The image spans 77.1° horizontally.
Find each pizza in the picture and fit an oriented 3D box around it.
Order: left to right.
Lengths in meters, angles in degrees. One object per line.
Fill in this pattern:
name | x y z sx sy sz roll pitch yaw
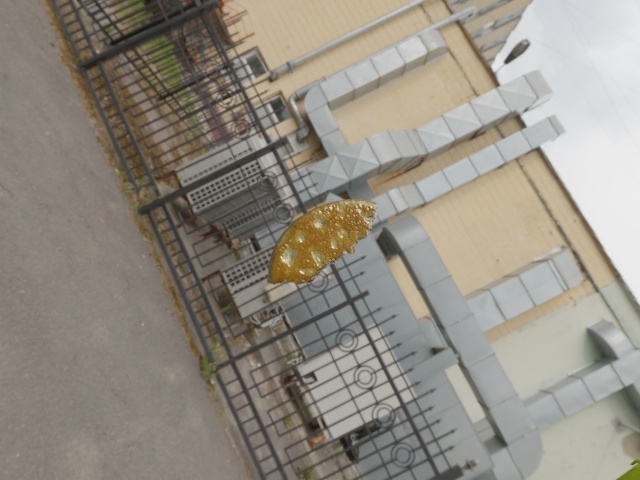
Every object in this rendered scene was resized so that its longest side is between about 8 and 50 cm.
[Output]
pizza | 0.001 0.001 0.749 0.127 0.246 0.058 41 -8 12

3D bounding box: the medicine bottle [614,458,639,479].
medicine bottle | 0.306 0.250 0.315 0.137 0.250 0.141 35 15 -44
